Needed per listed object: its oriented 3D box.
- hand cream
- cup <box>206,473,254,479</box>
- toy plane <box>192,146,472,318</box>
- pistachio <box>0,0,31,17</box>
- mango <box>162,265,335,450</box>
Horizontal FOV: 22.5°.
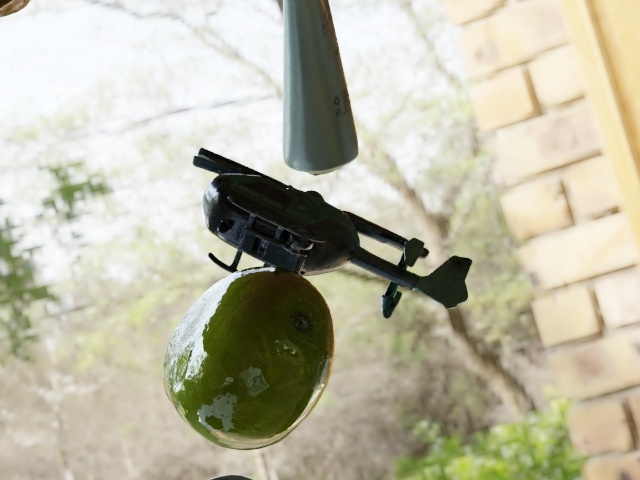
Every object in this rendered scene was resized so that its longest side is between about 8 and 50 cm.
[{"bbox_3d":[-0.009,-0.211,1.371,0.067,0.321,0.109,0,21,9],"label":"hand cream"},{"bbox_3d":[-0.069,0.377,1.879,0.186,0.234,0.258,-10,27,29],"label":"cup"},{"bbox_3d":[0.000,0.000,1.200,0.096,0.235,0.060,-59,-8,-56],"label":"toy plane"},{"bbox_3d":[-0.251,-0.254,1.240,0.110,0.189,0.100,24,-16,-21],"label":"pistachio"},{"bbox_3d":[-0.049,0.069,1.018,0.089,0.117,0.163,27,-1,-23],"label":"mango"}]
